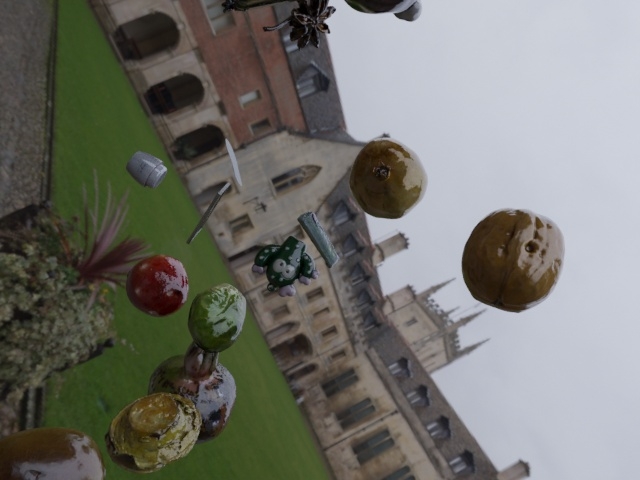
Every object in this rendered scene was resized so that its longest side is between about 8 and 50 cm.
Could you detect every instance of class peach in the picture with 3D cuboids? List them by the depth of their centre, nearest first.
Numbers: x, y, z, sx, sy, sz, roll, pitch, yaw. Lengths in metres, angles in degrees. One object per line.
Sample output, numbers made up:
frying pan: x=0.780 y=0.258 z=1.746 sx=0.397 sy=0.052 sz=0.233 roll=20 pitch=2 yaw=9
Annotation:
peach: x=-0.472 y=0.135 z=1.508 sx=0.197 sy=0.197 sz=0.197 roll=62 pitch=-8 yaw=16

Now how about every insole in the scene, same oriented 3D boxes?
insole: x=-0.353 y=-0.317 z=2.095 sx=0.080 sy=0.003 sz=0.232 roll=49 pitch=20 yaw=-64

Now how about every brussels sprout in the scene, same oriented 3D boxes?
brussels sprout: x=-0.273 y=0.206 z=1.355 sx=0.143 sy=0.181 sz=0.162 roll=-24 pitch=-76 yaw=41

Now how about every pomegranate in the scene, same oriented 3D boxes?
pomegranate: x=-0.375 y=0.439 z=1.550 sx=0.285 sy=0.284 sz=0.341 roll=56 pitch=-47 yaw=46
pomegranate: x=0.246 y=-0.230 z=1.908 sx=0.319 sy=0.319 sz=0.319 roll=62 pitch=-8 yaw=16

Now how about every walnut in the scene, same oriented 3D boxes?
walnut: x=0.395 y=0.035 z=1.059 sx=0.195 sy=0.222 sz=0.195 roll=26 pitch=-13 yaw=6

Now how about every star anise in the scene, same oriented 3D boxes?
star anise: x=-0.046 y=-0.624 z=1.425 sx=0.073 sy=0.177 sz=0.234 roll=41 pitch=21 yaw=22

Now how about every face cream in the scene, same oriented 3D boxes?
face cream: x=-0.496 y=-0.202 z=1.465 sx=0.095 sy=0.091 sz=0.091 roll=36 pitch=-5 yaw=-8

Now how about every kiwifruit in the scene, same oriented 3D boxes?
kiwifruit: x=-0.545 y=0.469 z=1.005 sx=0.196 sy=0.233 sz=0.196 roll=-30 pitch=-125 yaw=57

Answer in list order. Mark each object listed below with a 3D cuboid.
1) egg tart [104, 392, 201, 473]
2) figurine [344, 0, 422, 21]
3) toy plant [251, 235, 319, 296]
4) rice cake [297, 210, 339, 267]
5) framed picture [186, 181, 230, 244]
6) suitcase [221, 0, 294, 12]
egg tart: x=-0.426 y=0.473 z=1.312 sx=0.241 sy=0.240 sz=0.106 roll=-124 pitch=-148 yaw=-47
figurine: x=0.148 y=-0.660 z=1.071 sx=0.218 sy=0.206 sz=0.365 roll=33 pitch=-48 yaw=16
toy plant: x=-0.143 y=0.105 z=2.093 sx=0.233 sy=0.243 sz=0.112 roll=55 pitch=-4 yaw=4
rice cake: x=0.000 y=0.000 z=1.398 sx=0.034 sy=0.043 sz=0.211 roll=29 pitch=-22 yaw=45
framed picture: x=-0.448 y=-0.113 z=2.064 sx=0.016 sy=0.250 sz=0.184 roll=34 pitch=19 yaw=-9
suitcase: x=-0.141 y=-0.673 z=1.241 sx=0.143 sy=0.234 sz=0.194 roll=-146 pitch=-140 yaw=-73
